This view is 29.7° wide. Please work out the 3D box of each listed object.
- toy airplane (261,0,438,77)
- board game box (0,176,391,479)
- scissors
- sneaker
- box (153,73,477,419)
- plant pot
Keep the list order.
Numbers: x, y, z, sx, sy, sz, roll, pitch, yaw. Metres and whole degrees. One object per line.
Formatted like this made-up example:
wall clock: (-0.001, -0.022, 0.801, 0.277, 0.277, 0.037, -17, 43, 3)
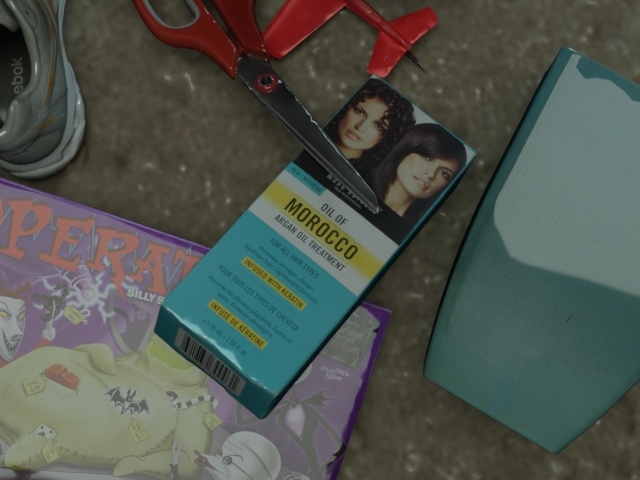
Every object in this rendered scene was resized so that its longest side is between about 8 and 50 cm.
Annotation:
toy airplane: (0.025, -0.182, 0.928, 0.151, 0.028, 0.151, 0, 84, 2)
board game box: (-0.144, 0.093, 0.875, 0.347, 0.056, 0.208, 18, 82, -5)
scissors: (-0.056, -0.119, 0.876, 0.109, 0.021, 0.297, -19, 61, -8)
sneaker: (-0.237, -0.182, 0.892, 0.099, 0.121, 0.262, -15, 83, 1)
box: (0.000, 0.000, 0.851, 0.100, 0.060, 0.244, 38, 64, 5)
plant pot: (0.174, 0.016, 0.844, 0.165, 0.166, 0.234, 31, 95, 5)
